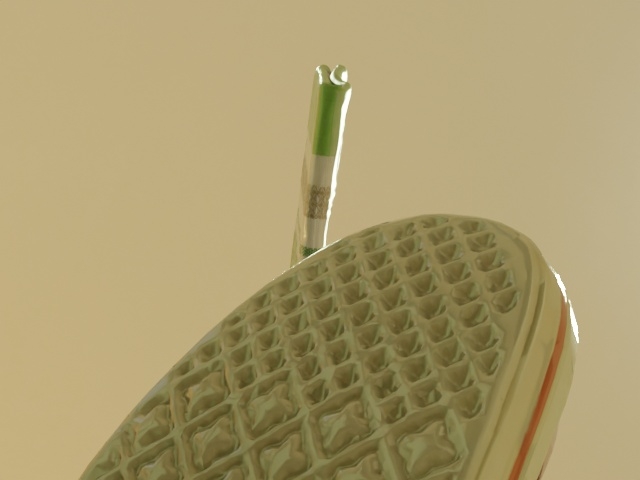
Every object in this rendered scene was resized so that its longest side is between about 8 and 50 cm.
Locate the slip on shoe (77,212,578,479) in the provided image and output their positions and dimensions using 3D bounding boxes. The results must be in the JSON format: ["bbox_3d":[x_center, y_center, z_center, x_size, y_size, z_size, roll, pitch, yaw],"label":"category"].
[{"bbox_3d":[-0.024,0.146,0.421,0.123,0.101,0.331,13,-106,43],"label":"slip on shoe"}]

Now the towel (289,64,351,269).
[{"bbox_3d":[0.000,0.000,0.772,0.023,0.113,0.152,7,-79,-3],"label":"towel"}]
